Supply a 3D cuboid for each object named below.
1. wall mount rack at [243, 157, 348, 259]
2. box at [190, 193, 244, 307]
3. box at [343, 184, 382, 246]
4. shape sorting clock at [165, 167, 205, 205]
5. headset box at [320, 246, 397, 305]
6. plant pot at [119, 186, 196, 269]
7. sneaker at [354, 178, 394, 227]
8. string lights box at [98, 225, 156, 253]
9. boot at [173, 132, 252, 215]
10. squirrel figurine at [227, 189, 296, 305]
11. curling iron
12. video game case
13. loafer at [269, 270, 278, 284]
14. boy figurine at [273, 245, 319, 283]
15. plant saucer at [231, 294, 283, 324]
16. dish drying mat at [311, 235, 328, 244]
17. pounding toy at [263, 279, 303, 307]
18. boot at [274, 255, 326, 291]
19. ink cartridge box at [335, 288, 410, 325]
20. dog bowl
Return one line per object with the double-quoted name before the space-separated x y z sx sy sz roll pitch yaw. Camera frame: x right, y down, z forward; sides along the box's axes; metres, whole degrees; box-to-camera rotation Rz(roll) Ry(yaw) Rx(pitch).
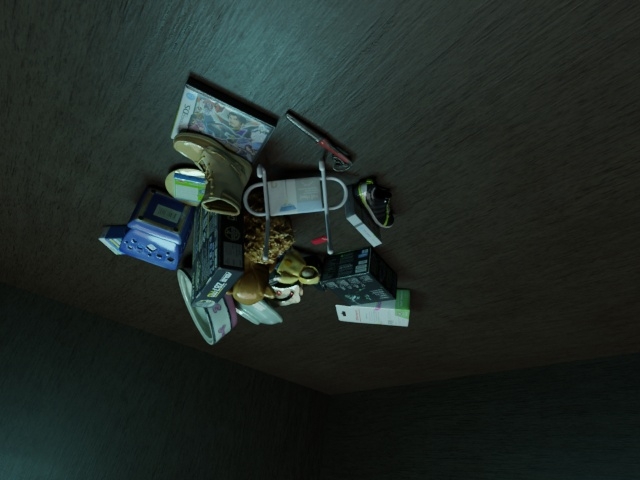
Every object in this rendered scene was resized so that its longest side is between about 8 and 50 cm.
"wall mount rack" -0.081 -0.099 1.346 0.350 0.304 0.130 -6 179 2
"box" -0.364 -0.004 1.465 0.097 0.395 0.318 12 145 -31
"box" 0.147 -0.084 1.468 0.038 0.145 0.186 -25 134 24
"shape sorting clock" -0.469 -0.197 1.565 0.206 0.040 0.206 2 149 1
"headset box" 0.181 0.173 1.875 0.246 0.131 0.283 -14 140 33
"plant pot" -0.629 -0.059 1.659 0.236 0.236 0.212 22 140 -16
"sneaker" 0.209 -0.124 1.450 0.097 0.084 0.234 -17 139 34
"string lights box" -0.864 -0.004 1.944 0.259 0.077 0.133 -2 144 18
"boot" -0.349 -0.203 1.305 0.262 0.203 0.095 26 144 -27
"squirrel figurine" -0.245 0.034 1.546 0.281 0.370 0.397 12 145 -10
"curling iron" -0.004 -0.296 1.286 0.068 0.035 0.274 -23 135 40
"video game case" -0.305 -0.342 1.301 0.275 0.035 0.248 23 145 -19
"loafer" -0.332 0.166 2.049 0.267 0.096 0.084 0 141 19
"boy figurine" -0.135 0.112 1.810 0.285 0.177 0.092 32 148 2
"plant saucer" -0.379 0.336 2.171 0.400 0.100 0.400 30 162 11
"dish drying mat" 0.000 0.000 1.771 0.083 0.008 0.032 -18 139 37
"pounding toy" -0.206 0.232 2.135 0.269 0.155 0.154 -15 112 20
"boot" -0.067 0.177 1.983 0.246 0.094 0.207 -19 134 29
"ink cartridge box" 0.263 0.326 2.099 0.353 0.119 0.207 3 147 10
"dog bowl" -0.555 0.300 2.085 0.150 0.408 0.408 -23 160 -28
